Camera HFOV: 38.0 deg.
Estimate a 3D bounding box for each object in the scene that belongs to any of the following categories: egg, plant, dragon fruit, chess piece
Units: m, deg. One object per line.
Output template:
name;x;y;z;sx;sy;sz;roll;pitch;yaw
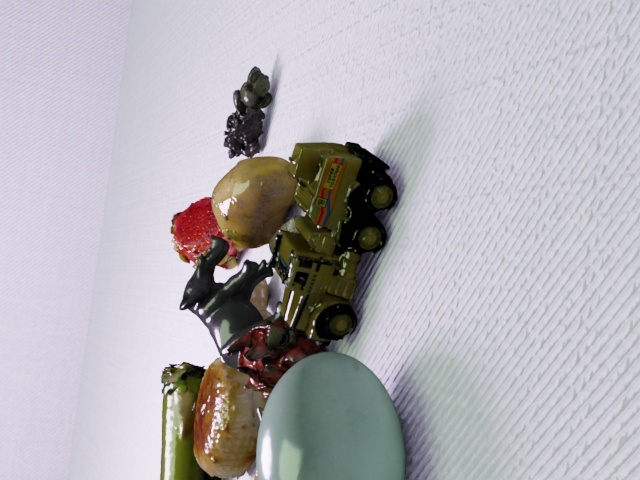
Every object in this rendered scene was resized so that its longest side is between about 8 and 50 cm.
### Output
egg;0.012;0.236;1.046;0.168;0.168;0.231;130;145;-52
plant;-0.132;-0.229;1.690;0.085;0.087;0.174;23;102;31
dragon fruit;-0.212;-0.007;1.746;0.133;0.150;0.207;-58;7;-22
chess piece;-0.104;0.115;1.520;0.066;0.066;0.122;-65;34;35
dragon fruit;-0.056;0.166;1.289;0.121;0.130;0.142;49;153;12

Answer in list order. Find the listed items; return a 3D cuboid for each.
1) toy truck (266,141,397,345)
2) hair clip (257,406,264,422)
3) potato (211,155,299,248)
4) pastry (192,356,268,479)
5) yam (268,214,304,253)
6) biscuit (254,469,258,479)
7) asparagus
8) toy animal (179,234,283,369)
toy truck;0.004;0.002;1.215;0.127;0.127;0.257;-130;49;-60
hair clip;-0.049;0.289;1.222;0.049;0.049;0.173;122;146;-45
potato;-0.105;-0.068;1.496;0.176;0.137;0.137;-60;31;37
pastry;-0.152;0.284;1.528;0.182;0.093;0.192;-115;39;-58
yam;-0.047;-0.006;1.444;0.094;0.043;0.043;139;134;-61
biscuit;-0.036;0.336;1.290;0.339;0.047;0.216;148;128;-61
asparagus;-0.228;0.409;1.634;0.108;0.128;0.382;-7;73;24
toy animal;-0.134;0.094;1.430;0.146;0.114;0.245;-45;45;13
